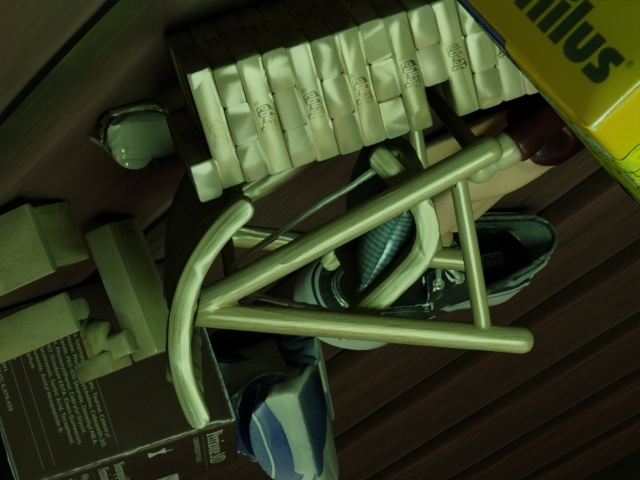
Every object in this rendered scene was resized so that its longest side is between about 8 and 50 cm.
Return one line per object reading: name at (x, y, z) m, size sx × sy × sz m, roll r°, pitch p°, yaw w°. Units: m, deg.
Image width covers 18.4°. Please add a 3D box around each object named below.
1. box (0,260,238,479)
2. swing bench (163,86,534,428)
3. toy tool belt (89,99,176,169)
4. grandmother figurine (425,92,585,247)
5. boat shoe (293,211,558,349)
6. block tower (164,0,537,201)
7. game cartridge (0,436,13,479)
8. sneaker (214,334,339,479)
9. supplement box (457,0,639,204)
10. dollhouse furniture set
box at (-0.196, 0.141, 1.813) m, size 0.203 × 0.167 × 0.168 m, roll -17°, pitch 162°, yaw -7°
swing bench at (0.000, 0.000, 1.449) m, size 0.254 × 0.165 × 0.253 m, roll -12°, pitch -165°, yaw -3°
toy tool belt at (-0.124, -0.078, 1.461) m, size 0.083 × 0.052 × 0.051 m, roll -8°, pitch -170°, yaw -24°
grandmother figurine at (0.181, -0.093, 1.658) m, size 0.342 × 0.104 × 0.208 m, roll -36°, pitch -177°, yaw 35°
boat shoe at (0.110, 0.027, 1.904) m, size 0.301 × 0.108 × 0.102 m, roll -8°, pitch 159°, yaw -39°
block tower at (0.056, -0.133, 1.353) m, size 0.335 × 0.091 × 0.097 m, roll -19°, pitch 118°, yaw -6°
game cartridge at (-0.286, 0.267, 1.936) m, size 0.230 × 0.068 × 0.355 m, roll -12°, pitch -157°, yaw -13°
sneaker at (-0.081, 0.180, 2.011) m, size 0.182 × 0.127 × 0.315 m, roll -12°, pitch -169°, yaw 3°
supplement box at (0.252, -0.110, 1.234) m, size 0.195 × 0.194 × 0.356 m, roll -43°, pitch 141°, yaw 6°
dollhouse furniture set at (-0.220, 0.051, 1.613) m, size 0.123 × 0.144 × 0.151 m, roll -23°, pitch 177°, yaw 25°
